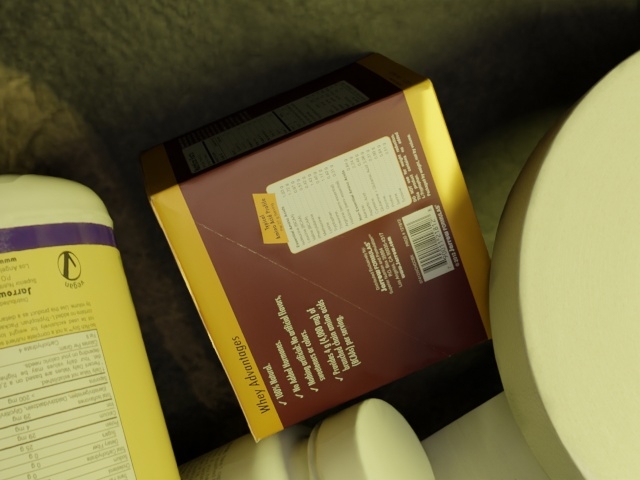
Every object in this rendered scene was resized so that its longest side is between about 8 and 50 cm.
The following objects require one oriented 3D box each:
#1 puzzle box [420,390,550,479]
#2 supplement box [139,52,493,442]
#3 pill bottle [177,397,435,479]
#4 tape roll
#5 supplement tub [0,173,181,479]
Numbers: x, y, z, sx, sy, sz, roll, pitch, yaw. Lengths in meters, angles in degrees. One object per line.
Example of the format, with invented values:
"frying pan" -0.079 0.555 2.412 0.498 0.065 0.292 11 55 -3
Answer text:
"puzzle box" 0.139 0.336 0.769 0.272 0.408 0.052 -35 156 22
"supplement box" 0.000 0.000 0.776 0.194 0.129 0.191 -23 110 -5
"pill bottle" -0.038 0.203 0.789 0.229 0.131 0.131 -29 112 23
"tape roll" 0.307 0.042 0.722 0.392 0.072 0.391 2 77 -8
"supplement tub" -0.207 0.148 0.664 0.241 0.241 0.331 -15 85 -7
